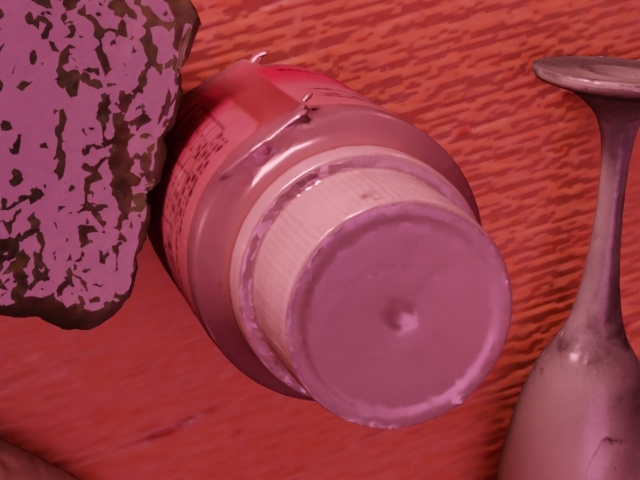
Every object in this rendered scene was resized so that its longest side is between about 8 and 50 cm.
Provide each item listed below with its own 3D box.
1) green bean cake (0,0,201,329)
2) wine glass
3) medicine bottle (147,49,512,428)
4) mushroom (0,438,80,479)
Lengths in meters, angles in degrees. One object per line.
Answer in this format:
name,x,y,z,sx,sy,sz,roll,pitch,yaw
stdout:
green bean cake,-0.166,-0.064,0.793,0.183,0.094,0.185,12,101,-18
wine glass,0.236,0.057,0.934,0.264,0.096,0.309,0,105,-11
medicine bottle,0.000,0.000,0.777,0.147,0.247,0.147,-4,107,-15
mushroom,-0.249,0.113,0.827,0.312,0.081,0.100,31,101,-23
